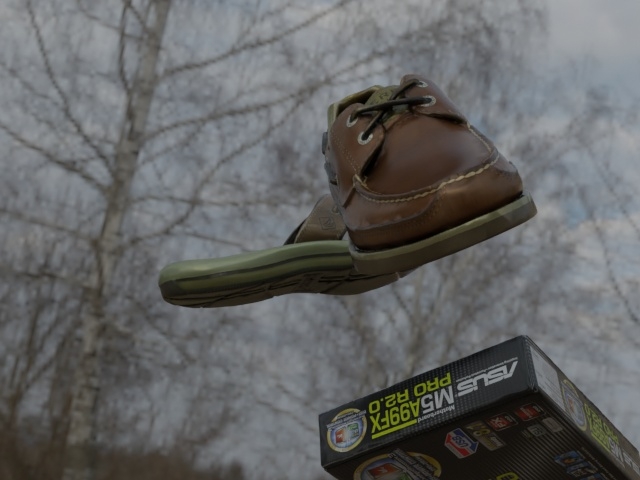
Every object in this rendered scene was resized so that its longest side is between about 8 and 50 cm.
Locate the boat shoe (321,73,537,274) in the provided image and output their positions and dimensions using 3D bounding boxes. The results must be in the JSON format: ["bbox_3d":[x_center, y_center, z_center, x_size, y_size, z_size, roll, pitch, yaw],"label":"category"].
[{"bbox_3d":[0.049,-0.051,0.841,0.111,0.104,0.307,-21,9,-9],"label":"boat shoe"}]

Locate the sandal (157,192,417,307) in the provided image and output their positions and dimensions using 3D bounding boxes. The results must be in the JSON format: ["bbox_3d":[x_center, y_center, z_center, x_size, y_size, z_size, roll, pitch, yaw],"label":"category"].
[{"bbox_3d":[-0.001,0.000,1.157,0.303,0.086,0.120,-6,-16,-23],"label":"sandal"}]

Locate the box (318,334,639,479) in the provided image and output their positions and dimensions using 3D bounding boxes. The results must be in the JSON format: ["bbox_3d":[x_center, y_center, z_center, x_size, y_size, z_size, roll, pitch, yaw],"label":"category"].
[{"bbox_3d":[0.159,0.207,1.203,0.216,0.060,0.270,-24,-43,22],"label":"box"}]
